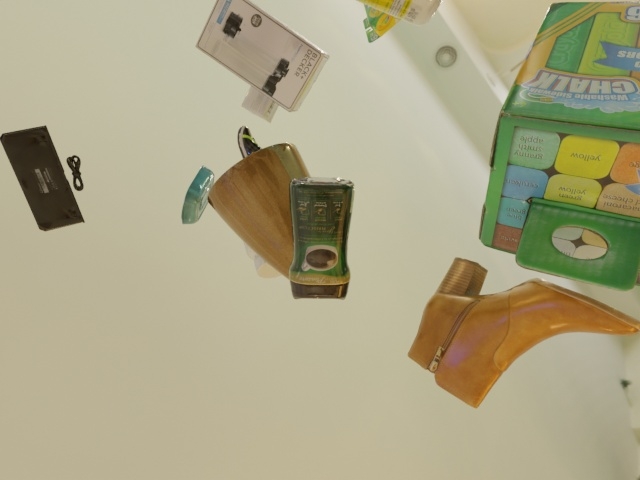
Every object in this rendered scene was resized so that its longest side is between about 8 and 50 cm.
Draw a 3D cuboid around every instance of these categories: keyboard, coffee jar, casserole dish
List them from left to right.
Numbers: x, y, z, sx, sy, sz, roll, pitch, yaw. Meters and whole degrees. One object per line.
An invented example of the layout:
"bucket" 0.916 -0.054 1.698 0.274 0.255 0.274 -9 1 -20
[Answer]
"keyboard" -0.480 -0.112 0.746 0.023 0.108 0.180 -125 22 -68
"casserole dish" -0.314 -0.116 1.077 0.037 0.114 0.188 15 -143 -8
"coffee jar" 0.000 0.000 0.622 0.079 0.096 0.184 -98 9 -75

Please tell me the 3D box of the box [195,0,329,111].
"box" -0.143 -0.476 1.044 0.290 0.169 0.087 35 -159 -4

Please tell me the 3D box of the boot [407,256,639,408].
"boot" 0.279 0.157 0.620 0.104 0.295 0.211 24 -94 -39

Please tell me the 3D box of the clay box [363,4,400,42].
"clay box" 0.188 -0.602 1.018 0.053 0.222 0.127 31 -139 -40

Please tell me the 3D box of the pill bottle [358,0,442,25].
"pill bottle" 0.047 -0.339 0.466 0.215 0.117 0.117 20 -131 -5

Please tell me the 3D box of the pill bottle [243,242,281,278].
"pill bottle" -0.168 -0.007 1.256 0.131 0.131 0.229 12 -135 -42

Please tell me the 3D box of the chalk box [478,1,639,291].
"chalk box" 0.274 -0.084 0.409 0.288 0.180 0.179 -57 -30 -31

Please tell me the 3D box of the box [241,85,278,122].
"box" -0.191 -0.459 1.369 0.087 0.101 0.102 28 -173 4

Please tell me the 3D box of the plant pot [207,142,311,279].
"plant pot" -0.083 -0.045 0.933 0.237 0.237 0.254 -26 -101 -50

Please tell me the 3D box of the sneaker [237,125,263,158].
"sneaker" -0.204 -0.278 1.375 0.084 0.097 0.234 32 -138 -74
